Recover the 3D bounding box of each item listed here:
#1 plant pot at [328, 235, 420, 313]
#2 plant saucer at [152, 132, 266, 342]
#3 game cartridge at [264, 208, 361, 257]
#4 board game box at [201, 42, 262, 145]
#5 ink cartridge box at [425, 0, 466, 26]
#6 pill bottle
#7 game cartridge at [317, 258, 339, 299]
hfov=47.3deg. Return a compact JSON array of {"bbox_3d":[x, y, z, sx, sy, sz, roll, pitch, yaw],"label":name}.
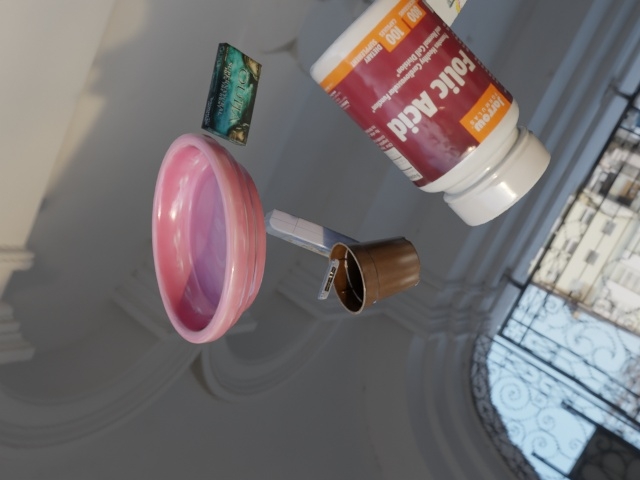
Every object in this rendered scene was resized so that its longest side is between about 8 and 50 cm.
[{"bbox_3d":[0.130,0.068,1.677,0.165,0.167,0.167,-13,-150,-23],"label":"plant pot"},{"bbox_3d":[-0.180,-0.004,1.176,0.084,0.332,0.332,-3,-154,-33],"label":"plant saucer"},{"bbox_3d":[0.000,0.000,1.858,0.297,0.062,0.198,22,178,-10],"label":"game cartridge"},{"bbox_3d":[-0.187,-0.309,1.557,0.026,0.186,0.126,7,174,34],"label":"board game box"},{"bbox_3d":[0.293,-0.646,1.884,0.128,0.176,0.127,29,174,43],"label":"ink cartridge box"},{"bbox_3d":[0.191,-0.225,1.246,0.392,0.224,0.224,44,-170,-9],"label":"pill bottle"},{"bbox_3d":[0.016,0.079,1.477,0.017,0.083,0.056,21,171,-8],"label":"game cartridge"}]
